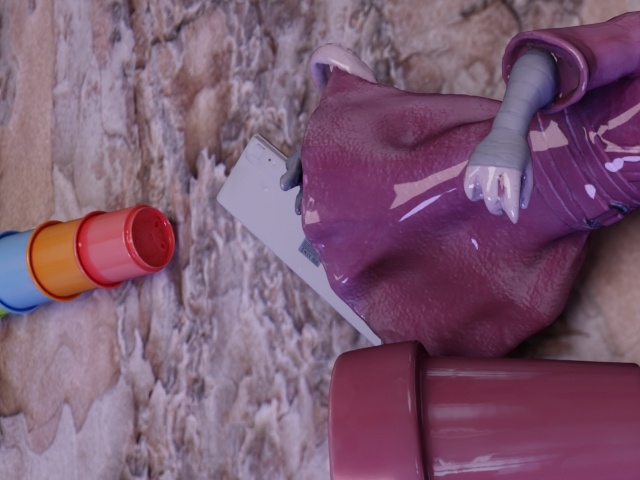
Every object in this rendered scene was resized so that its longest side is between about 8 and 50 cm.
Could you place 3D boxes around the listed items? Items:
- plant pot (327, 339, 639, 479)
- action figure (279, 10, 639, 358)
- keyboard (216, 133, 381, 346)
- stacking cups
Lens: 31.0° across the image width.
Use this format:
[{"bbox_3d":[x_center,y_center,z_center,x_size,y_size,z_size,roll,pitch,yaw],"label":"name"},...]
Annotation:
[{"bbox_3d":[0.114,0.151,0.699,0.180,0.201,0.201,-11,70,10],"label":"plant pot"},{"bbox_3d":[0.171,-0.052,0.746,0.370,0.248,0.275,-29,36,32],"label":"action figure"},{"bbox_3d":[0.000,0.000,0.954,0.256,0.014,0.072,41,111,38],"label":"keyboard"},{"bbox_3d":[-0.280,0.028,1.120,0.316,0.096,0.096,-13,72,37],"label":"stacking cups"}]
